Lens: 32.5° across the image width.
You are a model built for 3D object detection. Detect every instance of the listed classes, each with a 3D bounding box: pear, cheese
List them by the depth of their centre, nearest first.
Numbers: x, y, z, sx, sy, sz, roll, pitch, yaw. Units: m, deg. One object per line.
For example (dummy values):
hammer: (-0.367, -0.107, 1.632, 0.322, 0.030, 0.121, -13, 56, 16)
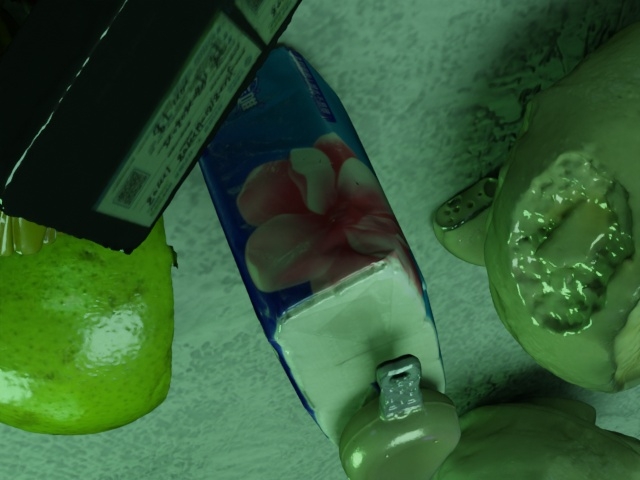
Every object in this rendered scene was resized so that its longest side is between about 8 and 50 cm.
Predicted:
cheese: (0.067, 0.140, 0.839, 0.092, 0.047, 0.171, -6, 139, -23)
pear: (-0.254, 0.083, 0.968, 0.239, 0.139, 0.288, -2, 133, -16)
cheese: (0.193, 0.005, 1.194, 0.097, 0.037, 0.192, -33, 139, 9)

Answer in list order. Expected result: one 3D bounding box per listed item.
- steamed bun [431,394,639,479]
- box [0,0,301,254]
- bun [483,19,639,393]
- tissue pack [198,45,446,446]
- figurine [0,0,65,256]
steamed bun: (0.288, 0.330, 1.448, 0.352, 0.247, 0.339, 3, 149, -22)
box: (-0.083, -0.159, 0.707, 0.350, 0.058, 0.211, -57, 165, 0)
bun: (0.278, -0.045, 1.045, 0.364, 0.202, 0.364, -39, 143, -37)
tissue pack: (0.000, 0.000, 0.902, 0.137, 0.270, 0.209, -23, 139, -2)
figurine: (-0.214, -0.160, 0.731, 0.187, 0.168, 0.315, 12, 118, -24)
